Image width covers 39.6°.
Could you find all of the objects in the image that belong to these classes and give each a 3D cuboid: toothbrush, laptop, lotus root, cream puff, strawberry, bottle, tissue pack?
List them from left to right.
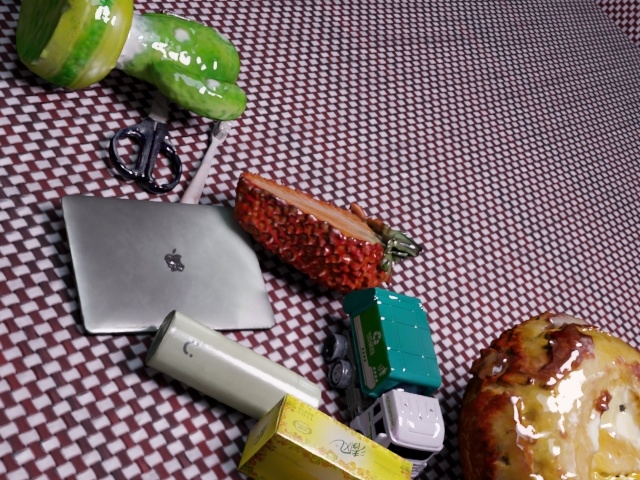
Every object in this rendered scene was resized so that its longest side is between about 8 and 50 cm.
[{"bbox_3d":[-0.188,0.030,1.124,0.269,0.015,0.187,3,60,-39],"label":"laptop"},{"bbox_3d":[-0.232,-0.359,1.476,0.083,0.030,0.037,14,14,-35],"label":"lotus root"},{"bbox_3d":[-0.169,-0.091,1.265,0.025,0.029,0.307,33,38,-16],"label":"toothbrush"},{"bbox_3d":[-0.101,0.158,1.044,0.202,0.072,0.072,29,39,-14],"label":"bottle"},{"bbox_3d":[0.000,0.000,1.252,0.286,0.106,0.188,21,13,-17],"label":"strawberry"},{"bbox_3d":[0.006,0.259,1.016,0.176,0.095,0.062,31,40,-13],"label":"tissue pack"},{"bbox_3d":[0.314,0.261,1.167,0.351,0.229,0.350,9,71,-29],"label":"cream puff"}]

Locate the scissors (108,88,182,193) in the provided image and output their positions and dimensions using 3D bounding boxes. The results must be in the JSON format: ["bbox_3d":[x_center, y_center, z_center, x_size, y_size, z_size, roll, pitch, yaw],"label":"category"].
[{"bbox_3d":[-0.237,-0.180,1.302,0.109,0.022,0.300,28,39,-22],"label":"scissors"}]

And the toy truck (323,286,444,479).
[{"bbox_3d":[0.085,0.174,1.151,0.114,0.124,0.253,15,42,-26],"label":"toy truck"}]

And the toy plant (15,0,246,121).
[{"bbox_3d":[-0.254,-0.278,1.272,0.316,0.184,0.224,18,31,-38],"label":"toy plant"}]
